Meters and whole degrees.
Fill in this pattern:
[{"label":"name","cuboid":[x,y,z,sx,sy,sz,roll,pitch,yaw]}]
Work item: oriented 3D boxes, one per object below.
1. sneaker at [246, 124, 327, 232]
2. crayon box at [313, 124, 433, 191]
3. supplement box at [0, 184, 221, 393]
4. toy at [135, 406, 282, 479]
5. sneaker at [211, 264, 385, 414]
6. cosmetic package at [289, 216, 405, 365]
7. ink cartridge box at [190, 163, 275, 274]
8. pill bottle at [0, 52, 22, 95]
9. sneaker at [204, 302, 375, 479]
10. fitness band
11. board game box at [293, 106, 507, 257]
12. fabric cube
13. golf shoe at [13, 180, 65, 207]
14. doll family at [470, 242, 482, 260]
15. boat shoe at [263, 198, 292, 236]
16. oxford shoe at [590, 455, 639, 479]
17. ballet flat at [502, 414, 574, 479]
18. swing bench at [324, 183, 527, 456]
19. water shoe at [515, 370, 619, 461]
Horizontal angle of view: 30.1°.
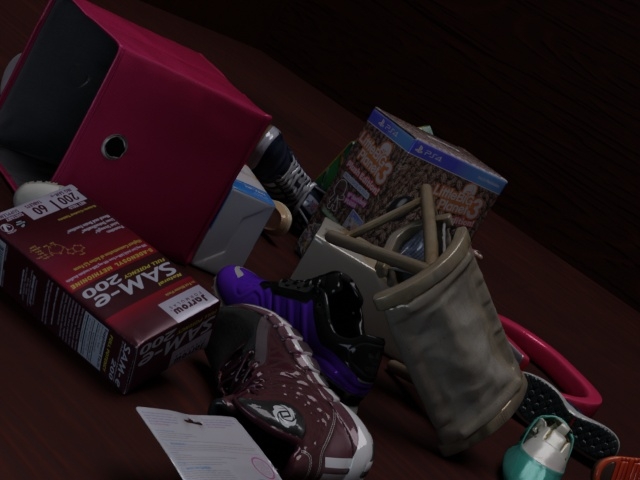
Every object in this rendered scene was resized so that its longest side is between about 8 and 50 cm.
[{"label":"sneaker","cuboid":[-0.054,-0.104,2.137,0.153,0.099,0.282,35,-14,8]},{"label":"crayon box","cuboid":[0.095,-0.118,2.240,0.165,0.278,0.081,-14,78,-22]},{"label":"supplement box","cuboid":[-0.238,0.046,1.269,0.239,0.073,0.130,36,39,22]},{"label":"toy","cuboid":[-0.067,0.246,1.021,0.237,0.056,0.137,45,15,34]},{"label":"sneaker","cuboid":[-0.017,0.091,1.519,0.102,0.146,0.293,14,21,-49]},{"label":"cosmetic package","cuboid":[0.106,0.098,1.853,0.309,0.113,0.160,31,13,-2]},{"label":"ink cartridge box","cuboid":[-0.157,-0.053,1.786,0.078,0.134,0.231,23,15,-26]},{"label":"pill bottle","cuboid":[-0.402,-0.228,1.941,0.121,0.121,0.221,40,16,36]},{"label":"sneaker","cuboid":[-0.076,0.154,1.253,0.162,0.106,0.281,11,23,-48]},{"label":"fitness band","cuboid":[0.386,0.225,2.140,0.209,0.054,0.291,26,14,-28]},{"label":"board game box","cuboid":[0.137,-0.043,2.055,0.232,0.291,0.141,20,16,-37]},{"label":"fabric cube","cuboid":[-0.275,-0.156,1.657,0.258,0.254,0.259,22,14,-40]},{"label":"golf shoe","cuboid":[-0.311,-0.014,1.458,0.176,0.069,0.086,31,19,8]},{"label":"doll family","cuboid":[0.178,0.038,2.308,0.263,0.118,0.163,14,16,11]},{"label":"boat shoe","cuboid":[-0.116,-0.055,2.069,0.059,0.063,0.170,15,10,-42]},{"label":"oxford shoe","cuboid":[0.472,0.370,1.723,0.271,0.097,0.098,28,-8,-30]},{"label":"ballet flat","cuboid":[0.302,0.286,1.620,0.083,0.087,0.247,33,13,10]},{"label":"swing bench","cuboid":[0.153,0.100,1.580,0.253,0.165,0.255,66,-5,-26]},{"label":"water shoe","cuboid":[0.372,0.284,1.873,0.203,0.073,0.080,37,-8,12]}]
